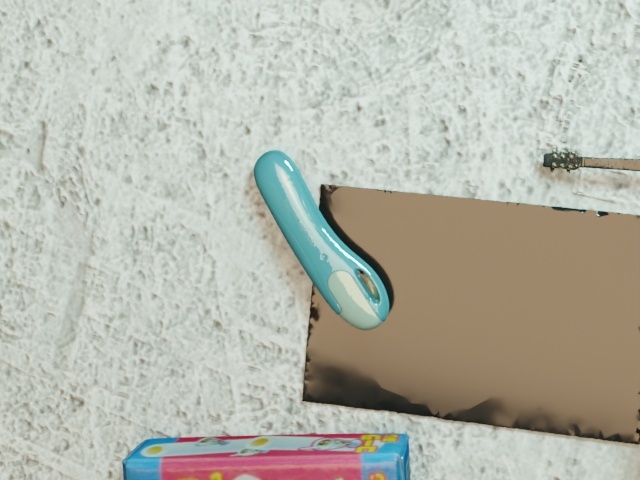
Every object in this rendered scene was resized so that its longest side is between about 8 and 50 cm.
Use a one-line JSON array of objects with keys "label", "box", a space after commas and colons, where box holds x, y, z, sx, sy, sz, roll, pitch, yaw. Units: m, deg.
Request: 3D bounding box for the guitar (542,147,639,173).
[{"label": "guitar", "box": [0.347, -0.077, 1.554, 0.233, 0.025, 0.088, 3, 98, 9]}]

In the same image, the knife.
[{"label": "knife", "box": [0.000, 0.000, 1.613, 0.064, 0.031, 0.222, -34, 88, 17]}]

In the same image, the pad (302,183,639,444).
[{"label": "pad", "box": [0.169, 0.078, 1.615, 0.367, 0.007, 0.248, 6, 99, 9]}]

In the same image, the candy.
[{"label": "candy", "box": [-0.053, 0.297, 1.636, 0.305, 0.100, 0.157, -3, 99, 9]}]
